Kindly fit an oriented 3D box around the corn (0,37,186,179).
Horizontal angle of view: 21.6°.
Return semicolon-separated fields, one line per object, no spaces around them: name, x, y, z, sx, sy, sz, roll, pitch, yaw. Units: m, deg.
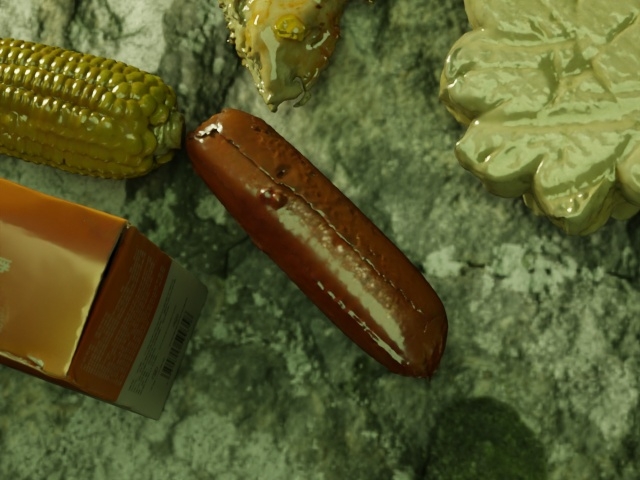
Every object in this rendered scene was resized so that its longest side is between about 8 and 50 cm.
corn;-0.303;-0.138;1.629;0.363;0.120;0.120;11;80;11

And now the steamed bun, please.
steamed bun;0.250;-0.151;1.552;0.295;0.137;0.292;36;86;18

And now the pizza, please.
pizza;-0.024;-0.271;1.641;0.189;0.071;0.297;22;83;10

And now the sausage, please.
sausage;0.000;0.000;1.569;0.102;0.102;0.330;-44;77;-3

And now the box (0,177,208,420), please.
box;-0.250;0.043;1.468;0.225;0.341;0.143;18;81;10
